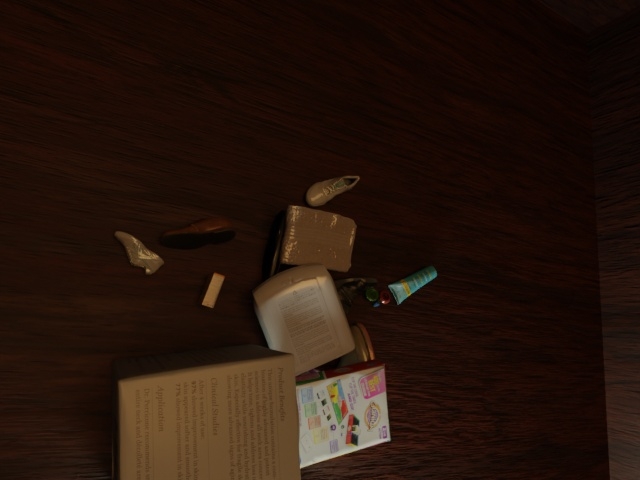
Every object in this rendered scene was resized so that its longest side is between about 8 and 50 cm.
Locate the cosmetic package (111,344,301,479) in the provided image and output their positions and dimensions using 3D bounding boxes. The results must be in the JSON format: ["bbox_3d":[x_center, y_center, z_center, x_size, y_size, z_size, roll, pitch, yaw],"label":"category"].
[{"bbox_3d":[-0.293,0.452,1.039,0.394,0.327,0.329,1,82,-28],"label":"cosmetic package"}]

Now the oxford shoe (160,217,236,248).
[{"bbox_3d":[-0.364,-0.026,1.239,0.212,0.076,0.076,-9,56,-28],"label":"oxford shoe"}]

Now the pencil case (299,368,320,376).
[{"bbox_3d":[-0.060,0.490,1.308,0.206,0.088,0.086,-61,148,-23],"label":"pencil case"}]

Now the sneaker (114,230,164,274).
[{"bbox_3d":[-0.504,0.033,1.148,0.152,0.054,0.061,44,67,-17],"label":"sneaker"}]

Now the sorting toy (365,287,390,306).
[{"bbox_3d":[0.203,0.210,1.526,0.102,0.042,0.061,14,59,-15],"label":"sorting toy"}]

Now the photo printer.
[{"bbox_3d":[-0.055,0.234,1.286,0.256,0.107,0.307,-22,101,-11],"label":"photo printer"}]

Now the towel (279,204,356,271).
[{"bbox_3d":[0.000,0.000,1.350,0.282,0.049,0.187,9,88,-38],"label":"towel"}]

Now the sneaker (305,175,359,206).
[{"bbox_3d":[0.044,-0.185,1.466,0.212,0.094,0.080,-30,98,-29],"label":"sneaker"}]

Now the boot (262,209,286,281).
[{"bbox_3d":[-0.082,0.037,1.366,0.179,0.085,0.236,20,74,-28],"label":"boot"}]

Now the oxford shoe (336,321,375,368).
[{"bbox_3d":[0.087,0.465,1.361,0.147,0.140,0.396,6,78,-23],"label":"oxford shoe"}]

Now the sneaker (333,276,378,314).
[{"bbox_3d":[0.098,0.190,1.442,0.228,0.087,0.130,-9,88,-27],"label":"sneaker"}]

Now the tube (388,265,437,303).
[{"bbox_3d":[0.355,0.162,1.614,0.207,0.052,0.080,-26,84,-24],"label":"tube"}]

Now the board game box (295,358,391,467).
[{"bbox_3d":[0.048,0.507,1.247,0.317,0.064,0.242,-6,93,-20],"label":"board game box"}]

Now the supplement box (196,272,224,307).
[{"bbox_3d":[-0.320,0.146,1.226,0.036,0.062,0.098,26,69,-24],"label":"supplement box"}]
